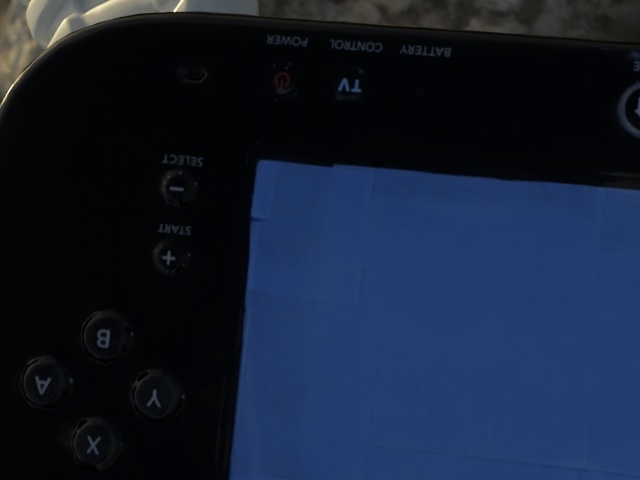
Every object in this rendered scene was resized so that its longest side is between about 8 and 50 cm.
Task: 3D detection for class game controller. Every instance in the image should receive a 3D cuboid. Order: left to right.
[{"bbox_3d":[0.068,0.038,0.387,0.319,0.067,0.167,5,97,11],"label":"game controller"}]

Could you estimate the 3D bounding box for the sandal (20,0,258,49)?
[{"bbox_3d":[-0.105,-0.220,0.898,0.169,0.102,0.416,-31,60,37],"label":"sandal"}]
